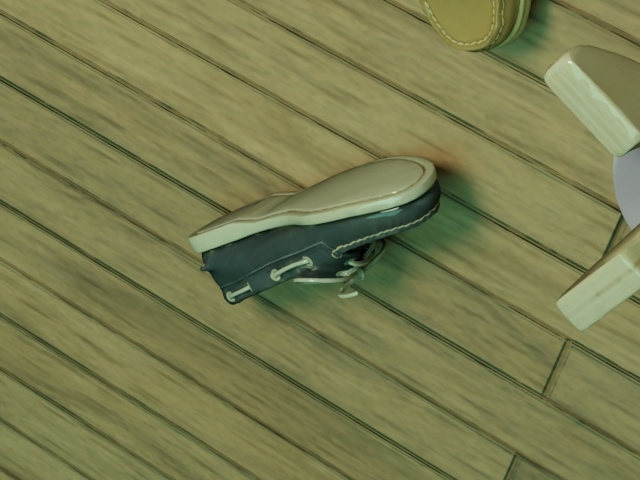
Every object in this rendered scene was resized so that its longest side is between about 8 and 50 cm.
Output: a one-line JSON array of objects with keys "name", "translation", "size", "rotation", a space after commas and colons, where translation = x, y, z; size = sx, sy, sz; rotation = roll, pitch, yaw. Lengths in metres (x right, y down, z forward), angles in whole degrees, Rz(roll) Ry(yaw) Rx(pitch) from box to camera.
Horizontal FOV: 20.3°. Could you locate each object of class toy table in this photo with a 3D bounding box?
[{"name": "toy table", "translation": [0.266, -0.050, 1.118], "size": [0.252, 0.161, 0.274], "rotation": [39, 132, 9]}]

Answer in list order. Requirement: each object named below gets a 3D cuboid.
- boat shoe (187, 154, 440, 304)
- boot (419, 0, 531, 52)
[{"name": "boat shoe", "translation": [0.000, 0.000, 1.370], "size": [0.254, 0.095, 0.079], "rotation": [-16, 105, 41]}, {"name": "boot", "translation": [0.040, -0.219, 1.139], "size": [0.095, 0.203, 0.262], "rotation": [0, 115, 35]}]
